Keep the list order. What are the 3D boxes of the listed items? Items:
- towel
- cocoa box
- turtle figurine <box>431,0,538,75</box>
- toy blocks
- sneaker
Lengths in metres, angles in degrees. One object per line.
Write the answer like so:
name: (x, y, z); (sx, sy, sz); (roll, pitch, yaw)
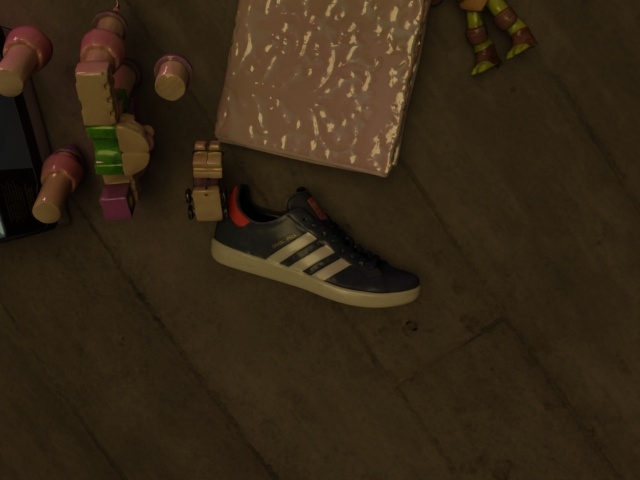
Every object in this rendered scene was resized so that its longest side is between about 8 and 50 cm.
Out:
towel: (0.000, -0.287, 1.148); (0.317, 0.053, 0.332); (16, 99, 20)
cocoa box: (-0.589, -0.155, 1.172); (0.231, 0.228, 0.347); (-13, 96, 7)
turtle figurine: (0.228, -0.371, 1.131); (0.269, 0.087, 0.217); (-20, 101, 33)
toy blocks: (-0.302, -0.207, 1.156); (0.309, 0.260, 0.288); (-2, 129, -2)
sneaker: (0.000, 0.000, 1.179); (0.350, 0.131, 0.148); (15, 103, 4)
